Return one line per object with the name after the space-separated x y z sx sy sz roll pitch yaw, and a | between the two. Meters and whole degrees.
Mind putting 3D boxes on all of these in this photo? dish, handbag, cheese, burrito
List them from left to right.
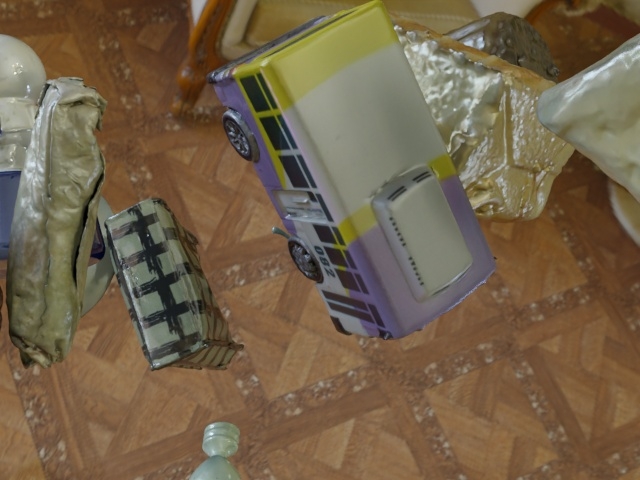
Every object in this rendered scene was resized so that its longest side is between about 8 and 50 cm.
-0.580 0.018 1.767 0.106 0.316 0.316 21 46 -61 | dish
-0.164 -0.007 0.514 0.045 0.058 0.188 7 99 -42 | burrito
-0.296 0.110 1.727 0.162 0.327 0.325 -23 76 5 | handbag
0.427 -0.151 0.961 0.174 0.248 0.251 -21 70 -50 | cheese

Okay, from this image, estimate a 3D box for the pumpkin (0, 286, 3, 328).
-0.299 0.043 0.513 0.202 0.202 0.140 12 24 -19 | pumpkin

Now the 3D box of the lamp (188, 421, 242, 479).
-0.177 0.399 1.404 0.106 0.106 0.193 18 37 -15 | lamp

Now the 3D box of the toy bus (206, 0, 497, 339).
0.056 -0.082 1.147 0.209 0.249 0.440 -33 108 -21 | toy bus

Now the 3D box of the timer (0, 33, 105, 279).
-0.494 -0.138 1.310 0.270 0.270 0.383 -4 81 -27 | timer

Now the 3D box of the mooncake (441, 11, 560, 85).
0.386 -0.331 1.802 0.324 0.187 0.324 18 65 -44 | mooncake

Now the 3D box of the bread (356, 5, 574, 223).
0.231 -0.212 1.475 0.371 0.279 0.390 36 22 32 | bread

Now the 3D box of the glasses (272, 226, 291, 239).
-0.007 0.027 2.035 0.220 0.190 0.088 23 69 -37 | glasses
